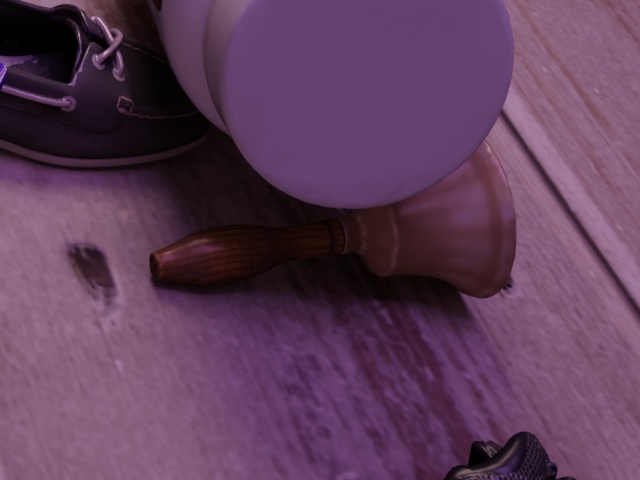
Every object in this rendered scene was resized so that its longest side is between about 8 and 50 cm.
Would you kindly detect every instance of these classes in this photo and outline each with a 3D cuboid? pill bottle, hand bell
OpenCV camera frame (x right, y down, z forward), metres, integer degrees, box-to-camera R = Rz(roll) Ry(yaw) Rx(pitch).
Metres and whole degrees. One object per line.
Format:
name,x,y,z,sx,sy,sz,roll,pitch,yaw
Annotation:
pill bottle,-0.015,-0.195,1.163,0.224,0.224,0.392,11,26,-21
hand bell,0.000,0.000,1.121,0.242,0.126,0.126,-11,49,-25

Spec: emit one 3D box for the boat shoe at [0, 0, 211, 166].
boat shoe,-0.217,-0.126,1.120,0.335,0.095,0.112,6,40,-26

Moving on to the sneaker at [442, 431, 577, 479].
sneaker,0.159,0.180,0.986,0.227,0.087,0.130,8,46,-16

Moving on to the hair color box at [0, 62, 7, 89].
hair color box,-0.360,-0.071,0.882,0.338,0.185,0.110,23,38,-6
